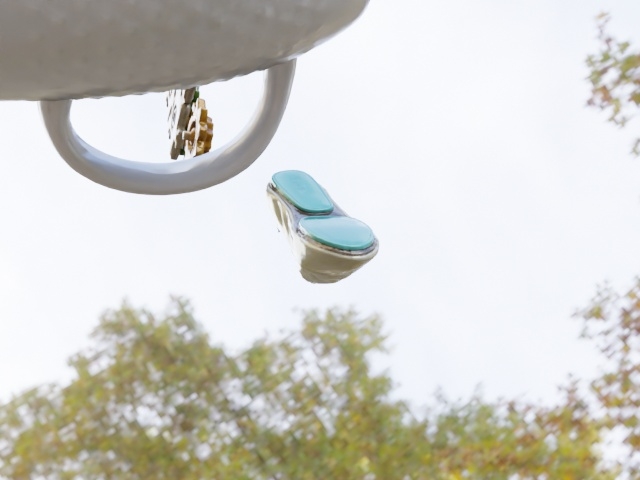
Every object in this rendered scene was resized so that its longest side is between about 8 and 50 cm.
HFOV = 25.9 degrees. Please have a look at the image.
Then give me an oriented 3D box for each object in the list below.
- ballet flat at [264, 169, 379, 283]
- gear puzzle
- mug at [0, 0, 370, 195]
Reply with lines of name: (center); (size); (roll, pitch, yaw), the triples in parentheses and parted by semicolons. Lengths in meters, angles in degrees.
ballet flat: (0.000, 0.000, 1.431); (0.248, 0.086, 0.086); (-124, -152, -65)
gear puzzle: (-0.146, -0.197, 1.664); (0.044, 0.339, 0.175); (9, -57, -14)
mug: (-0.132, -0.211, 1.130); (0.276, 0.328, 0.374); (-116, -154, -61)
